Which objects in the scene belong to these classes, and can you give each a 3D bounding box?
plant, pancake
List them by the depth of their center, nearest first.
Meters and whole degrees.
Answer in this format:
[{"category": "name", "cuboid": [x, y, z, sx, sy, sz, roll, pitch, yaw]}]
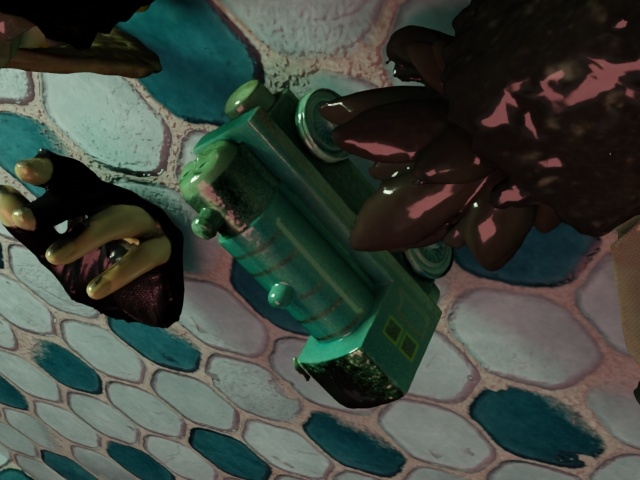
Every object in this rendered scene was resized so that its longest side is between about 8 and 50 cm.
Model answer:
[{"category": "plant", "cuboid": [0.152, -0.091, 0.568, 0.194, 0.181, 0.321, 40, 144, -24]}, {"category": "pancake", "cuboid": [-0.263, -0.182, 0.707, 0.250, 0.250, 0.031, 19, 112, 13]}]

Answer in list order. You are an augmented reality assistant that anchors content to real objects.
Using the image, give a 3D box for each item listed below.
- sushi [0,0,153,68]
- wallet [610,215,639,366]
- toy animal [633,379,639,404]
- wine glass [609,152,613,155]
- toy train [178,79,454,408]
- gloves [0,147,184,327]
[{"category": "sushi", "cuboid": [-0.224, -0.229, 0.506, 0.329, 0.327, 0.285, 33, 137, -5]}, {"category": "wallet", "cuboid": [0.400, 0.052, 0.662, 0.336, 0.068, 0.274, -8, 130, 36]}, {"category": "toy animal", "cuboid": [0.384, 0.076, 0.522, 0.258, 0.194, 0.357, 41, 131, 24]}, {"category": "wine glass", "cuboid": [0.014, -0.208, 0.365, 0.310, 0.264, 0.096, 25, 127, -22]}, {"category": "toy train", "cuboid": [0.000, 0.000, 0.762, 0.120, 0.194, 0.298, -18, 123, 46]}, {"category": "gloves", "cuboid": [-0.271, -0.003, 0.965, 0.197, 0.152, 0.301, 8, 164, 16]}]
